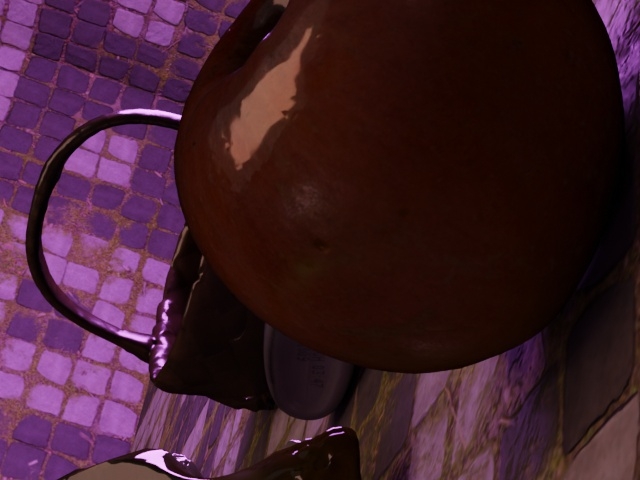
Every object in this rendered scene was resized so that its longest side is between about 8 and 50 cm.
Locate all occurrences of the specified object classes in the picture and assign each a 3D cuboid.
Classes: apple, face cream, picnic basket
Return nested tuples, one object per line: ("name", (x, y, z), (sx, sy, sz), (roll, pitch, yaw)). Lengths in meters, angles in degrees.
("apple", (0.052, -0.054, 0.824), (0.253, 0.253, 0.254), (-162, 90, -81))
("face cream", (0.000, 0.000, 1.382), (0.337, 0.080, 0.163), (-84, -1, -54))
("picnic basket", (-0.164, 0.002, 1.672), (0.337, 0.337, 0.293), (-94, 24, -68))

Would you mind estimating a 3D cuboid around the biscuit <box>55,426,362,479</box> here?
("biscuit", (-0.101, 0.241, 1.050), (0.335, 0.078, 0.329), (-52, 56, 6))
